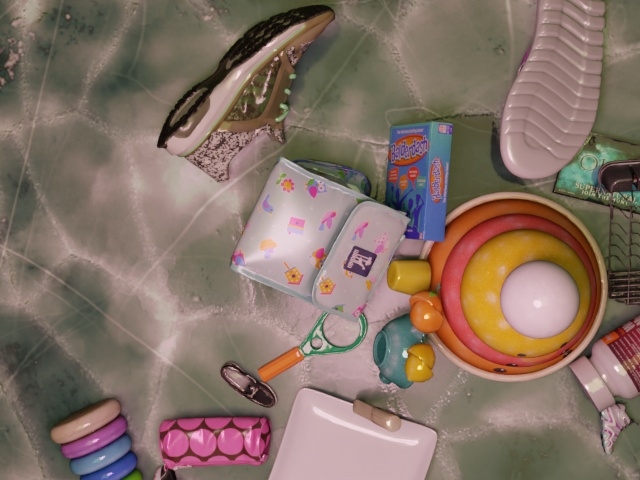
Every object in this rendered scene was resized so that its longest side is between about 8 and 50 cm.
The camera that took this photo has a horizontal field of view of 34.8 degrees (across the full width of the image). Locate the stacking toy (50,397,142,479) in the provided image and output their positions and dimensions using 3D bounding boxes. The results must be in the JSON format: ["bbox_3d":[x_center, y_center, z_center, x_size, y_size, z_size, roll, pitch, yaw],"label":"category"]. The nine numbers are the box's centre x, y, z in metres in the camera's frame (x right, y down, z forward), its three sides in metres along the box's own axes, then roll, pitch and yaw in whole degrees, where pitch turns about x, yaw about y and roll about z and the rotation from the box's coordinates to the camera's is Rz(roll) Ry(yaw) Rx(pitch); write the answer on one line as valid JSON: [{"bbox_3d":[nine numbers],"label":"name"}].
[{"bbox_3d":[-0.381,0.474,1.939,0.141,0.141,0.330,-25,93,6],"label":"stacking toy"}]

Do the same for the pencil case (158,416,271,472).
[{"bbox_3d":[-0.198,0.385,1.934,0.209,0.095,0.098,-5,59,6],"label":"pencil case"}]

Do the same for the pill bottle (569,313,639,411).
[{"bbox_3d":[0.569,0.209,1.838,0.221,0.121,0.121,-32,88,5],"label":"pill bottle"}]

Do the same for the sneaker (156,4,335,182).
[{"bbox_3d":[-0.112,-0.272,1.917,0.410,0.158,0.182,-43,118,3],"label":"sneaker"}]

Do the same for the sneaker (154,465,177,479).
[{"bbox_3d":[-0.258,0.500,1.922,0.077,0.072,0.178,-22,51,-1],"label":"sneaker"}]

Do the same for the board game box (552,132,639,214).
[{"bbox_3d":[0.536,-0.126,1.884,0.186,0.026,0.126,15,93,5],"label":"board game box"}]

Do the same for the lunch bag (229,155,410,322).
[{"bbox_3d":[0.000,0.000,1.788,0.262,0.160,0.223,26,93,-4],"label":"lunch bag"}]

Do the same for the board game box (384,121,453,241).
[{"bbox_3d":[0.174,-0.106,1.854,0.047,0.160,0.210,4,91,-23],"label":"board game box"}]

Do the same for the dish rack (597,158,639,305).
[{"bbox_3d":[0.610,-0.011,1.842,0.208,0.074,0.271,-3,114,7],"label":"dish rack"}]

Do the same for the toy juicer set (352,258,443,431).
[{"bbox_3d":[0.155,0.211,1.786,0.090,0.209,0.329,8,110,-20],"label":"toy juicer set"}]

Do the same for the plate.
[{"bbox_3d":[0.048,0.445,1.897,0.278,0.045,0.277,17,71,5],"label":"plate"}]

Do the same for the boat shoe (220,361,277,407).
[{"bbox_3d":[-0.138,0.279,1.950,0.125,0.038,0.046,41,101,3],"label":"boat shoe"}]

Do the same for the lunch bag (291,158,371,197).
[{"bbox_3d":[-0.006,-0.041,1.907,0.176,0.090,0.218,11,93,5],"label":"lunch bag"}]

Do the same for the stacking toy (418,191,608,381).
[{"bbox_3d":[0.326,0.089,1.681,0.351,0.480,0.350,0,91,6],"label":"stacking toy"}]

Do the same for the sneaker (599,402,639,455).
[{"bbox_3d":[0.553,0.347,1.884,0.069,0.038,0.098,-3,91,6],"label":"sneaker"}]

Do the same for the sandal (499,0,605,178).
[{"bbox_3d":[0.427,-0.299,1.862,0.169,0.102,0.416,20,80,-10],"label":"sandal"}]

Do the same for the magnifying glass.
[{"bbox_3d":[-0.015,0.201,1.947,0.231,0.026,0.092,-31,88,3],"label":"magnifying glass"}]
